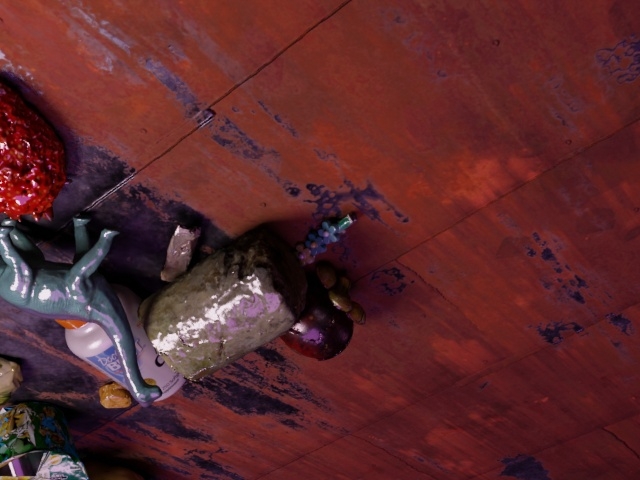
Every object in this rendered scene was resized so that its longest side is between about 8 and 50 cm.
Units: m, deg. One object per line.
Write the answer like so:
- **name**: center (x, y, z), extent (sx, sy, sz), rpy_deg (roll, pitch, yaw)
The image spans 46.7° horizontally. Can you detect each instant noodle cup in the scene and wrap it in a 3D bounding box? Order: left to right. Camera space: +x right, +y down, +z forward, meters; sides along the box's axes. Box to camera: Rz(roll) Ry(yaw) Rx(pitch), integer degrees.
- **instant noodle cup**: center (-0.664, 0.494, 1.695), extent (0.240, 0.178, 0.240), rpy_deg (-13, 128, -17)

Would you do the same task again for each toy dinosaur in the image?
- **toy dinosaur**: center (-0.466, 0.127, 1.269), extent (0.383, 0.129, 0.331), rpy_deg (1, 101, -1)

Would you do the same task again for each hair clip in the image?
- **hair clip**: center (-0.001, -0.001, 1.373), extent (0.049, 0.049, 0.173), rpy_deg (26, 130, -30)

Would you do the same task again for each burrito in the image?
- **burrito**: center (-0.258, 0.023, 1.364), extent (0.051, 0.042, 0.171), rpy_deg (1, 140, -23)

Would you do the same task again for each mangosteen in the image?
- **mangosteen**: center (0.002, 0.145, 1.455), extent (0.180, 0.166, 0.166), rpy_deg (-49, 127, 7)

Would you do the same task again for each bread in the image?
- **bread**: center (-0.468, 0.355, 1.700), extent (0.083, 0.046, 0.081), rpy_deg (-26, 140, 18)

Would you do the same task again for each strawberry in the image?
- **strawberry**: center (-0.466, -0.125, 1.134), extent (0.174, 0.098, 0.228), rpy_deg (11, 136, -19)

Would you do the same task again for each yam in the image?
- **yam**: center (-0.169, 0.120, 1.352), extent (0.300, 0.195, 0.195), rpy_deg (-33, 132, 18)

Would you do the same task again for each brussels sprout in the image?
- **brussels sprout**: center (-0.733, 0.306, 1.585), extent (0.181, 0.100, 0.139), rpy_deg (-7, 119, 17)

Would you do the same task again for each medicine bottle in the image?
- **medicine bottle**: center (-0.384, 0.186, 1.441), extent (0.157, 0.157, 0.288), rpy_deg (-23, 136, 17)

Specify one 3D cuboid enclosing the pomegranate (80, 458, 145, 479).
- **pomegranate**: center (-0.584, 0.734, 1.909), extent (0.332, 0.332, 0.332), rpy_deg (-3, 138, -3)
